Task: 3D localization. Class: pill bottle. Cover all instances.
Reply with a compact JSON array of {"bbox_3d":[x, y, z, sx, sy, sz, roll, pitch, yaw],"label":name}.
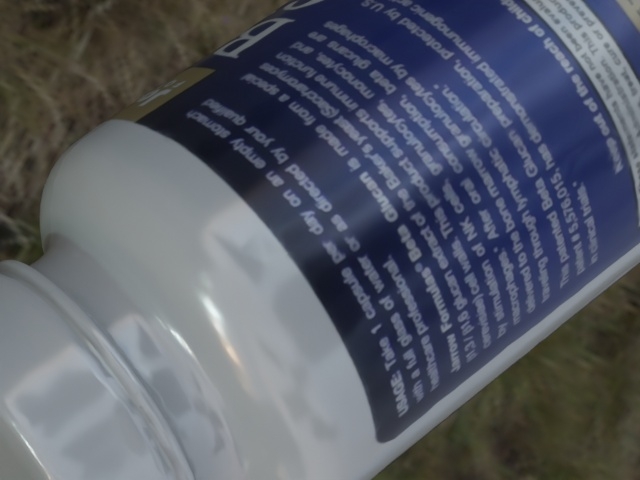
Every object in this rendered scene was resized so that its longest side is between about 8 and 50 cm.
[{"bbox_3d":[0.000,0.000,0.371,0.169,0.094,0.094,-36,143,-24],"label":"pill bottle"}]
